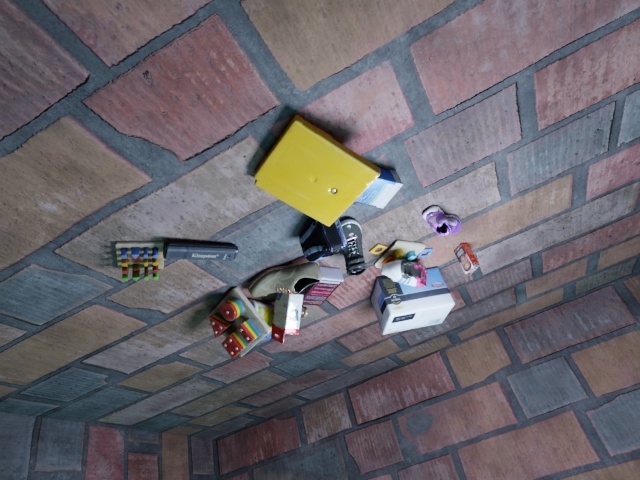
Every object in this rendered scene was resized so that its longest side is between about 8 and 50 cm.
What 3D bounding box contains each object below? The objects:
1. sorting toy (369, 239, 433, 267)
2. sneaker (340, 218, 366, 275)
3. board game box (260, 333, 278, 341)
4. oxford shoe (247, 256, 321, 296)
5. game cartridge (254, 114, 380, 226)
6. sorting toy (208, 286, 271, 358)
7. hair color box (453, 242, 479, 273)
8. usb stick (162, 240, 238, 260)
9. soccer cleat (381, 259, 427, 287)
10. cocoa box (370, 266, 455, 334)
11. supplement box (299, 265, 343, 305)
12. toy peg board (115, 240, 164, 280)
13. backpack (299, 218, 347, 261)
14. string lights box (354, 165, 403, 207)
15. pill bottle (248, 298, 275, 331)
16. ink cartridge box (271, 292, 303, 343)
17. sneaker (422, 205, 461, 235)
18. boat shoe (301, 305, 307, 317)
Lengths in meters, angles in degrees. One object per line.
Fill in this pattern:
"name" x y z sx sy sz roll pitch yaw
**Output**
"sorting toy" 0.380 0.081 1.998 0.348 0.047 0.196 6 139 -28
"sneaker" 0.141 0.041 1.764 0.105 0.146 0.295 -14 143 0
"board game box" -0.307 0.508 2.318 0.281 0.027 0.145 -18 143 2
"oxford shoe" -0.161 0.185 1.850 0.348 0.130 0.123 -25 144 12
"game cartridge" -0.020 -0.212 1.363 0.324 0.052 0.285 30 129 -20
"sorting toy" -0.393 0.388 1.921 0.257 0.255 0.089 -45 171 34
"hair color box" 0.713 0.087 2.059 0.043 0.141 0.072 1 141 -23
"usb stick" -0.453 0.042 1.600 0.278 0.045 0.077 3 126 -30
"soccer cleat" 0.400 0.152 2.000 0.143 0.116 0.331 -4 163 33
"cocoa box" 0.466 0.312 2.189 0.347 0.228 0.231 -9 144 -11
"supplement box" -0.007 0.222 2.011 0.130 0.073 0.239 9 137 -30
"toy peg board" -0.664 0.082 1.555 0.161 0.079 0.160 -1 142 -22
"backpack" 0.000 0.000 1.652 0.117 0.158 0.173 -10 162 -40
"string lights box" 0.147 -0.202 1.496 0.260 0.076 0.133 9 137 -31
"pill bottle" -0.271 0.380 2.064 0.136 0.136 0.246 -36 140 26
"ink cartridge box" -0.159 0.356 1.973 0.078 0.231 0.134 9 178 -32
"sneaker" 0.537 -0.062 1.821 0.236 0.104 0.095 19 131 -40
"boat shoe" -0.119 0.350 2.106 0.073 0.073 0.207 13 165 -11
